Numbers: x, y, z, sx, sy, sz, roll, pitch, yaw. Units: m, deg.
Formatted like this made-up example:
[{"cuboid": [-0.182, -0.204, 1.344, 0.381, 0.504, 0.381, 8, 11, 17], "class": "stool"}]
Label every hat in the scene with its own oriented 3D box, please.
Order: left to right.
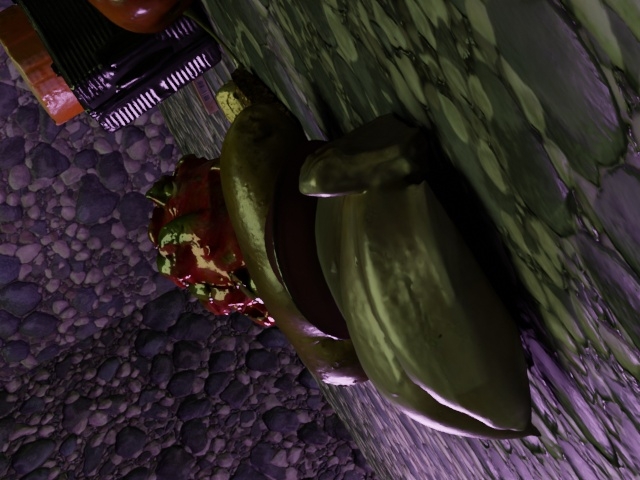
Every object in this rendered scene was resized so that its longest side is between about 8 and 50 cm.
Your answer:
[{"cuboid": [0.000, 0.000, 1.345, 0.205, 0.089, 0.205, 17, -111, -54], "class": "hat"}]

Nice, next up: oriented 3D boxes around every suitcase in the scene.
[{"cuboid": [-0.322, -0.350, 2.031, 0.335, 0.230, 0.152, 55, 179, 32], "class": "suitcase"}]

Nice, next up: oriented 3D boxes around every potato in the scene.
[{"cuboid": [-0.008, 0.010, 1.515, 0.176, 0.195, 0.369, 8, 138, 38], "class": "potato"}]

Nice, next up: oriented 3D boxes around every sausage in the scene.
[{"cuboid": [-0.422, -0.371, 2.422, 0.233, 0.287, 0.233, 60, 173, 12], "class": "sausage"}]

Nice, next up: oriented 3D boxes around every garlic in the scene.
[{"cuboid": [0.077, 0.037, 1.168, 0.279, 0.132, 0.325, -114, 2, -70], "class": "garlic"}]

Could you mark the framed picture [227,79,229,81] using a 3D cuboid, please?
[{"cuboid": [-0.091, -0.129, 2.165, 0.197, 0.014, 0.252, 57, 173, 21], "class": "framed picture"}]

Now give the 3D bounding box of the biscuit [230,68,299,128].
[{"cuboid": [-0.068, -0.166, 1.749, 0.199, 0.034, 0.064, 53, 170, 52], "class": "biscuit"}]

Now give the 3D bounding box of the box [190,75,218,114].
[{"cuboid": [-0.219, -0.277, 2.442, 0.053, 0.024, 0.083, 52, 171, 52], "class": "box"}]

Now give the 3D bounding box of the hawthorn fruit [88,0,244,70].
[{"cuboid": [-0.190, -0.322, 1.738, 0.285, 0.165, 0.165, 31, -162, -48], "class": "hawthorn fruit"}]

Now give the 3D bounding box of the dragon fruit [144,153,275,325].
[{"cuboid": [-0.105, -0.002, 1.882, 0.303, 0.237, 0.231, 34, -174, 16], "class": "dragon fruit"}]

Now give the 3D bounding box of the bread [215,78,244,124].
[{"cuboid": [-0.103, -0.180, 1.884, 0.072, 0.053, 0.106, -4, 120, 57], "class": "bread"}]
